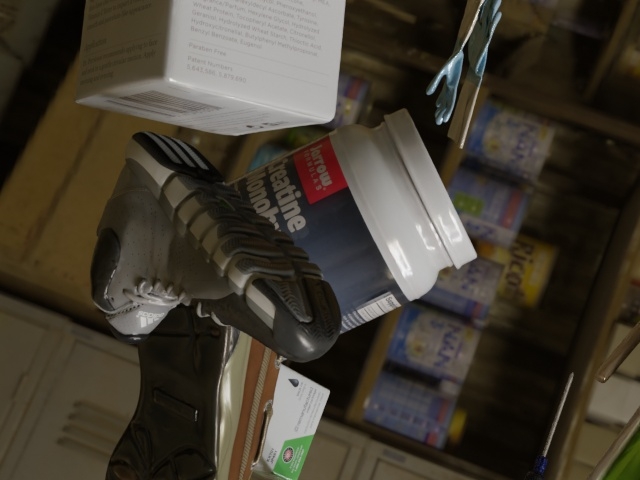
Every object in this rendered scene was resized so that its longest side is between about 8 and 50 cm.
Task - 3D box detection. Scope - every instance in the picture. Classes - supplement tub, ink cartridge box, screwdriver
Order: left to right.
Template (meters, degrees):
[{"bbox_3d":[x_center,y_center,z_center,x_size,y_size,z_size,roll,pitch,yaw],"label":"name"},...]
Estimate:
[{"bbox_3d":[-0.107,0.240,1.572,0.086,0.208,0.153,-2,-118,52],"label":"ink cartridge box"},{"bbox_3d":[0.000,0.000,1.105,0.272,0.191,0.191,-26,175,7],"label":"supplement tub"},{"bbox_3d":[0.244,0.220,1.181,0.025,0.024,0.170,30,76,-47],"label":"screwdriver"}]

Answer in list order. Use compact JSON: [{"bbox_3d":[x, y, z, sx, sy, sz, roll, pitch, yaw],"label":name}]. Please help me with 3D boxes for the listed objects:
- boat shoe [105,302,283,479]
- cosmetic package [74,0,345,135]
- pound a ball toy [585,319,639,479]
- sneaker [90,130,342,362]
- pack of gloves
[{"bbox_3d":[-0.090,0.156,0.916,0.120,0.122,0.324,-15,125,-53],"label":"boat shoe"},{"bbox_3d":[-0.082,-0.187,0.840,0.151,0.151,0.184,1,-96,52],"label":"cosmetic package"},{"bbox_3d":[0.426,0.215,1.320,0.319,0.208,0.136,-49,143,-17],"label":"pound a ball toy"},{"bbox_3d":[-0.085,0.036,0.745,0.086,0.229,0.132,14,116,-48],"label":"sneaker"},{"bbox_3d":[0.207,-0.274,1.646,0.195,0.046,0.232,-103,-153,-71],"label":"pack of gloves"}]
